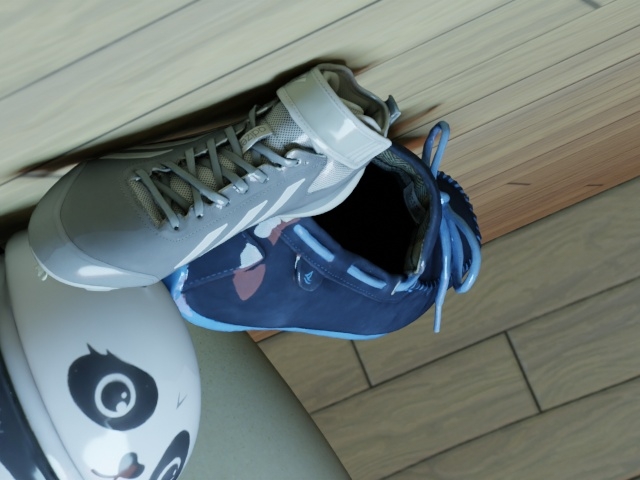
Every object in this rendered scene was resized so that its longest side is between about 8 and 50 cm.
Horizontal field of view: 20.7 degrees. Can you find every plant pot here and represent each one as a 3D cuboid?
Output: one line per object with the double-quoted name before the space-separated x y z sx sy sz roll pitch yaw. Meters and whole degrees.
"plant pot" -0.113 0.149 1.230 0.256 0.274 0.256 -22 175 -2

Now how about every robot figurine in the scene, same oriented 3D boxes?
"robot figurine" -0.200 0.102 0.945 0.278 0.173 0.209 -22 178 3

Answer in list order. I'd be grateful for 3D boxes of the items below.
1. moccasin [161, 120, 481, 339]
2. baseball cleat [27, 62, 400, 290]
"moccasin" 0.032 -0.001 1.104 0.117 0.137 0.342 -31 172 28
"baseball cleat" -0.046 -0.040 0.847 0.206 0.072 0.109 -24 163 -44
